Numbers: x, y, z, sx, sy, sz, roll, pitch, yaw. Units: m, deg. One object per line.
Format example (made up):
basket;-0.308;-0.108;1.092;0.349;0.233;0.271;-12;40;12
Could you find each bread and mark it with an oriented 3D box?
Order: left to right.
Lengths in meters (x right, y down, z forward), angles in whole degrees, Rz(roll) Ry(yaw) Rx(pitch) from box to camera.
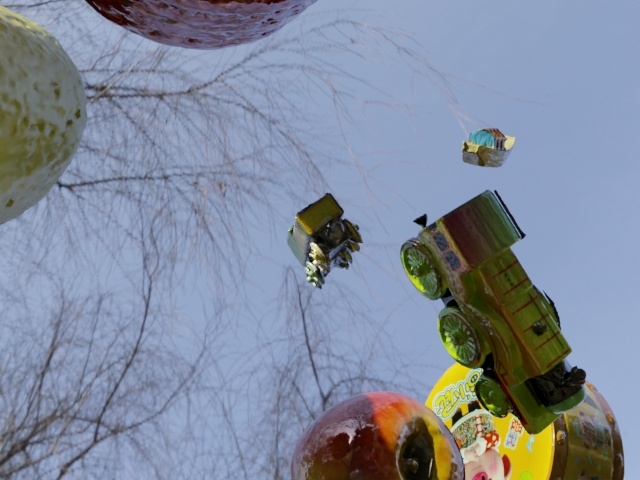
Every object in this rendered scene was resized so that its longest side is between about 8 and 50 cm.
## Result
bread;-0.502;-0.165;0.993;0.348;0.308;0.348;0;-90;25

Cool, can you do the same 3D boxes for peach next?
peach;0.070;0.344;1.113;0.238;0.281;0.281;37;-75;-8

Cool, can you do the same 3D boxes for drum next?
drum;0.407;0.450;1.654;0.214;0.431;0.431;19;-69;-28

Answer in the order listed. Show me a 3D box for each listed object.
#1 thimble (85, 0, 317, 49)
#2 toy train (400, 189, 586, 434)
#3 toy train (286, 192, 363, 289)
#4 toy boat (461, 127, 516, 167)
thimble;-0.125;-0.386;0.851;0.350;0.230;0.350;1;-93;-23
toy train;0.209;0.088;0.928;0.100;0.160;0.296;-29;-94;-25
toy train;0.000;0.000;0.895;0.060;0.202;0.081;-35;-98;-10
toy boat;0.294;-0.165;1.361;0.065;0.172;0.066;20;-71;30
